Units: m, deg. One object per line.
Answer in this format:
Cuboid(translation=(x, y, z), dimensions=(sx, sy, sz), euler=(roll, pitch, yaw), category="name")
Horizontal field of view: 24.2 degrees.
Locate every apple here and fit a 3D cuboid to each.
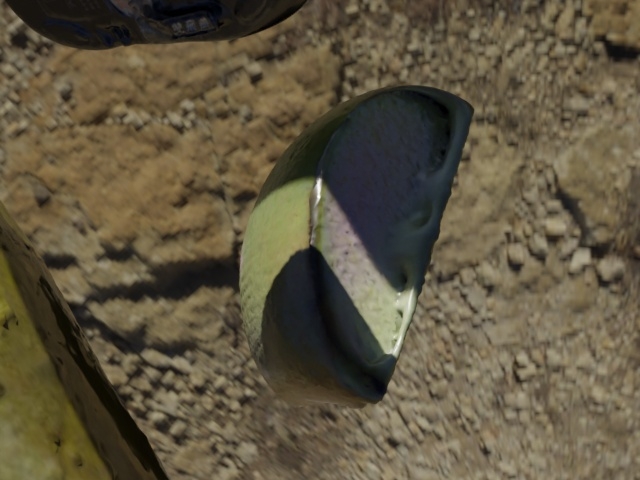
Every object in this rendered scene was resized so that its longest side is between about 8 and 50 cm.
Cuboid(translation=(0.000, 0.000, 1.097), dimensions=(0.120, 0.193, 0.265), euler=(32, 59, -21), category="apple")

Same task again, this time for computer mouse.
Cuboid(translation=(-0.097, -0.189, 0.885), dimensions=(0.233, 0.137, 0.096), euler=(0, 38, 32), category="computer mouse")

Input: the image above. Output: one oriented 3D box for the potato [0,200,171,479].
Cuboid(translation=(-0.177, 0.109, 0.590), dimensions=(0.219, 0.270, 0.359), euler=(-32, 85, -23), category="potato")
